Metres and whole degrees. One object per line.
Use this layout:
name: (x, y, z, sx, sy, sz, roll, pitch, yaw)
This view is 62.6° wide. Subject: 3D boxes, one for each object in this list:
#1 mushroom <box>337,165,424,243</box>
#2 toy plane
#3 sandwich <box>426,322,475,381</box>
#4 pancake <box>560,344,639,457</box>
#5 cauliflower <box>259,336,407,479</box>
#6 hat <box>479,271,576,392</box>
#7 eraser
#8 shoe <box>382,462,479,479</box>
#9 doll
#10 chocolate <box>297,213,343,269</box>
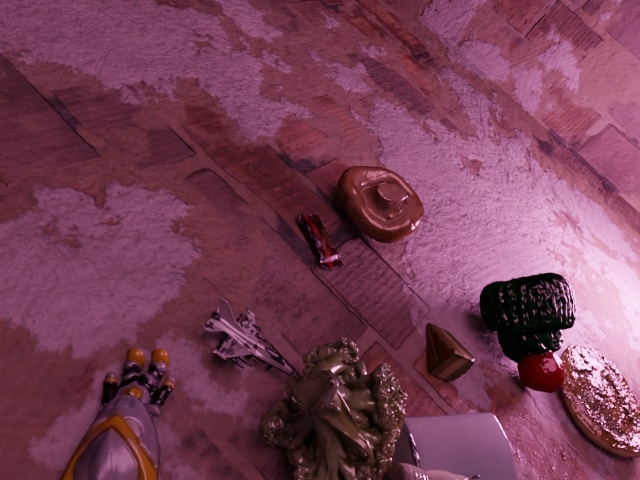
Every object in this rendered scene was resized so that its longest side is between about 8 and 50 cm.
mushroom: (0.175, -0.112, 1.574, 0.279, 0.146, 0.278, 11, 54, -16)
toy plane: (-0.154, 0.220, 1.114, 0.234, 0.082, 0.160, 49, 30, -10)
sandwich: (0.341, 0.266, 1.375, 0.079, 0.113, 0.163, 26, 43, -14)
pancake: (0.847, 0.474, 1.582, 0.356, 0.065, 0.356, 20, 45, -21)
cauliflower: (0.008, 0.323, 1.001, 0.281, 0.261, 0.326, 42, 36, -33)
hat: (0.606, 0.267, 1.516, 0.274, 0.242, 0.331, -5, 79, -11)
eraser: (0.289, 0.481, 1.158, 0.290, 0.104, 0.189, 8, 52, -29)
shoe: (0.229, 0.582, 0.941, 0.211, 0.132, 0.341, 5, 66, -12)
doll: (-0.325, 0.323, 0.880, 0.146, 0.103, 0.316, 19, 40, -14)
chocolate: (0.000, 0.000, 1.440, 0.086, 0.028, 0.182, -2, 54, -39)
